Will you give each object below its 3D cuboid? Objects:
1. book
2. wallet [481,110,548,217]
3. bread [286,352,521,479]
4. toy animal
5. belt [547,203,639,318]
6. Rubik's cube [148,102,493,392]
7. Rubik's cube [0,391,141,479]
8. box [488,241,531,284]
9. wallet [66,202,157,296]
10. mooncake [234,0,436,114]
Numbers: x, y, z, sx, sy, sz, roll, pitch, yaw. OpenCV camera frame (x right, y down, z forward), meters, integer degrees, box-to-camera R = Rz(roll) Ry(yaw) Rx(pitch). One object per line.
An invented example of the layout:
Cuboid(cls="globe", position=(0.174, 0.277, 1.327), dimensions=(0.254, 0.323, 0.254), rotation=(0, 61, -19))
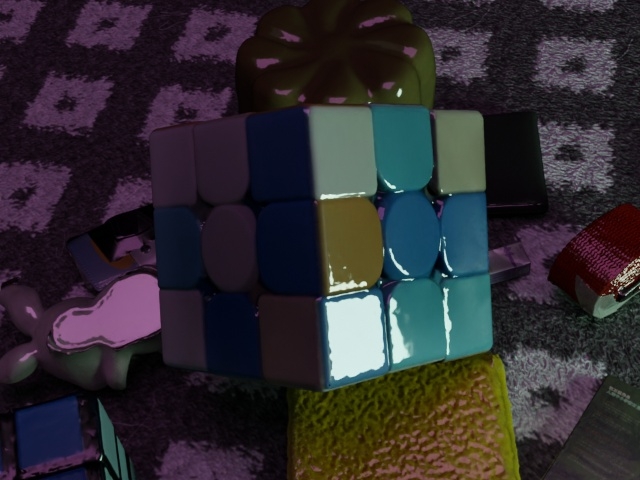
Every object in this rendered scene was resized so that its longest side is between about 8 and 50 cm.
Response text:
Cuboid(cls="book", position=(0.434, 0.315, 1.358), dimensions=(0.160, 0.024, 0.228), rotation=(29, 60, 23))
Cuboid(cls="wallet", position=(0.331, -0.143, 1.715), dimensions=(0.149, 0.044, 0.250), rotation=(-4, 52, 7))
Cuboid(cls="bread", position=(0.115, 0.320, 1.308), dimensions=(0.333, 0.143, 0.323), rotation=(-2, 53, 4))
Cuboid(cls="toy animal", position=(-0.353, 0.134, 1.479), dimensions=(0.325, 0.154, 0.208), rotation=(2, 66, -4))
Cuboid(cls="belt", position=(0.473, 0.038, 1.505), dimensions=(0.201, 0.128, 0.124), rotation=(-32, 55, -20))
Cuboid(cls="Rubik's cube", position=(0.000, 0.000, 1.304), dimensions=(0.344, 0.346, 0.347), rotation=(-7, 3, -42))
Cuboid(cls="Rubik's cube", position=(-0.373, 0.401, 1.198), dimensions=(0.288, 0.293, 0.283), rotation=(-14, 55, -8))
Cuboid(cls="box", position=(0.289, 0.044, 1.574), dimensions=(0.117, 0.036, 0.050), rotation=(-16, 52, -7))
Cuboid(cls="wallet", position=(-0.315, 0.004, 1.640), dimensions=(0.231, 0.069, 0.170), rotation=(-26, 50, -16))
Cuboid(cls="mooncake", position=(0.028, -0.296, 1.738), dimensions=(0.378, 0.201, 0.378), rotation=(-1, 45, 1))
